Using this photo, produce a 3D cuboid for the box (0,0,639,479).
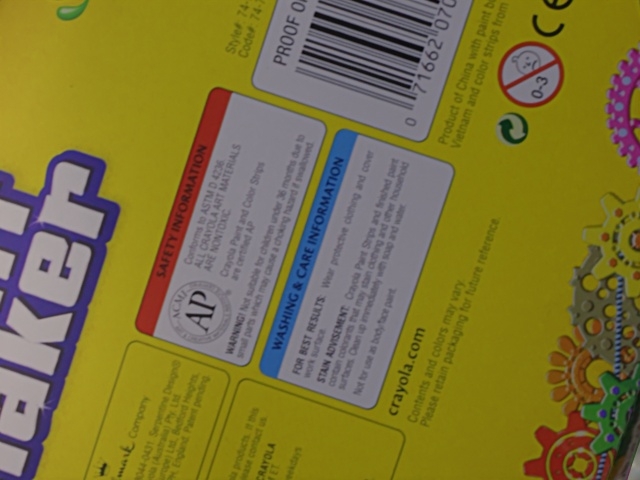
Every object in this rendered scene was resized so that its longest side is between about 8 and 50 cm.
[{"bbox_3d":[0.000,0.000,0.450,0.279,0.177,0.290,-33,-38,-86],"label":"box"}]
